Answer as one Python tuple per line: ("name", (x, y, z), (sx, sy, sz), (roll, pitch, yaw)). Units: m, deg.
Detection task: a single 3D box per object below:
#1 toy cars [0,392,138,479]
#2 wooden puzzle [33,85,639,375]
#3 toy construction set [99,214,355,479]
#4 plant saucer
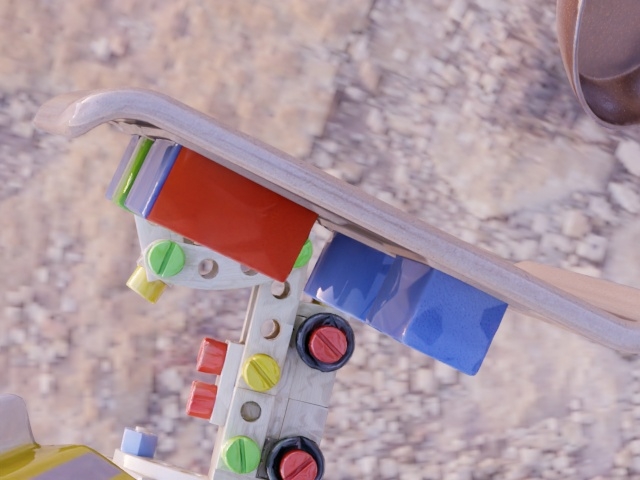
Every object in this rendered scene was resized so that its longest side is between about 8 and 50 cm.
("toy cars", (-0.071, 0.098, 0.568), (0.393, 0.176, 0.087), (0, 100, 64))
("wooden puzzle", (0.000, 0.000, 1.149), (0.347, 0.322, 0.080), (21, 89, -12))
("toy construction set", (-0.092, 0.100, 1.592), (0.215, 0.151, 0.328), (14, 104, -9))
("plant saucer", (0.157, -0.130, 0.875), (0.029, 0.168, 0.168), (35, 100, 31))
